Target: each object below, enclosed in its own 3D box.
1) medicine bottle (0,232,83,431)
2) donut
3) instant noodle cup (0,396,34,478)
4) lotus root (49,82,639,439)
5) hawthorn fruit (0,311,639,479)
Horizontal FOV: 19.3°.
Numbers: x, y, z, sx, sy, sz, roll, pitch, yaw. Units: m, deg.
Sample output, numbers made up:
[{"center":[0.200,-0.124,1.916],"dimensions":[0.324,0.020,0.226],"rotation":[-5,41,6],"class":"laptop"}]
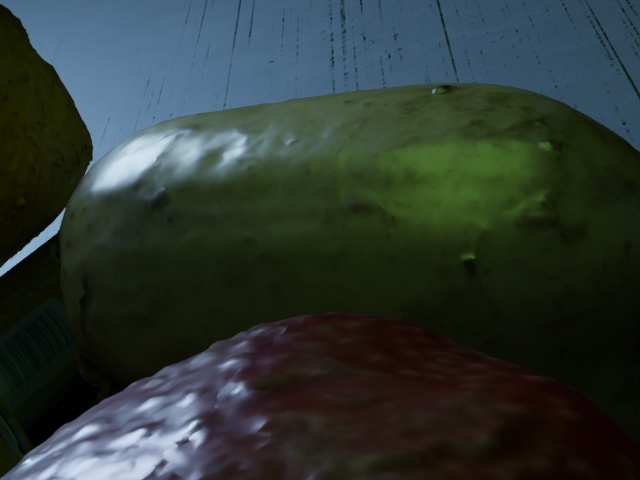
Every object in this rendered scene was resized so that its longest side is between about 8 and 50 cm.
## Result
[{"center":[-0.111,0.024,0.886],"dimensions":[0.074,0.074,0.218],"rotation":[0,25,30],"class":"medicine bottle"},{"center":[-0.209,-0.008,0.851],"dimensions":[0.253,0.118,0.253],"rotation":[-41,7,6],"class":"donut"},{"center":[-0.192,0.107,0.589],"dimensions":[0.182,0.182,0.144],"rotation":[4,34,37],"class":"instant noodle cup"},{"center":[0.027,0.022,0.688],"dimensions":[0.284,0.160,0.146],"rotation":[-4,60,24],"class":"lotus root"},{"center":[-0.003,0.123,0.379],"dimensions":[0.205,0.205,0.253],"rotation":[-6,11,17],"class":"hawthorn fruit"}]
